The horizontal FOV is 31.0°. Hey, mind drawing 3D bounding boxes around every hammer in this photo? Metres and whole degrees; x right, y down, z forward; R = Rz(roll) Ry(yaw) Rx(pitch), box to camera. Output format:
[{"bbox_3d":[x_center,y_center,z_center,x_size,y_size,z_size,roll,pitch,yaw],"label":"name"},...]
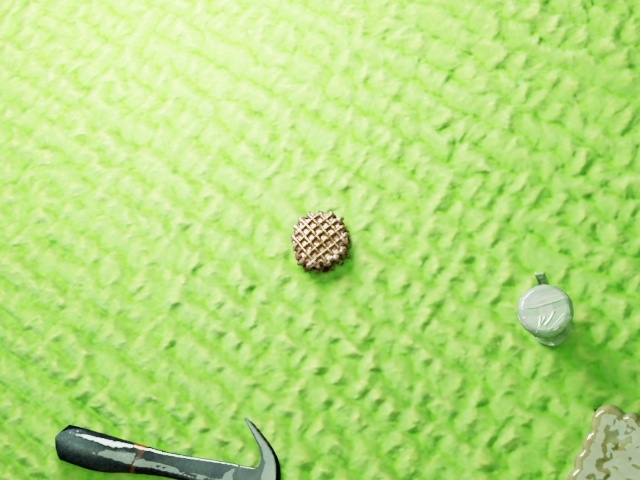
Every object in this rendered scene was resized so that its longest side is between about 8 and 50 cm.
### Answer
[{"bbox_3d":[-0.187,0.263,1.387,0.290,0.037,0.137,10,72,15],"label":"hammer"}]

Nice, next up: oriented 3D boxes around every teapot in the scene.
[{"bbox_3d":[0.265,0.081,1.349,0.064,0.064,0.083,-10,63,15],"label":"teapot"}]

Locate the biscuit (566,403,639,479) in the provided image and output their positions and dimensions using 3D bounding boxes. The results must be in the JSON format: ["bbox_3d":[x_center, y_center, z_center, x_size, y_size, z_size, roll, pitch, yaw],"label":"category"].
[{"bbox_3d":[0.417,0.326,1.235,0.325,0.044,0.217,18,75,18],"label":"biscuit"}]

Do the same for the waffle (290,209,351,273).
[{"bbox_3d":[0.000,0.000,1.454,0.075,0.029,0.083,-5,66,9],"label":"waffle"}]
